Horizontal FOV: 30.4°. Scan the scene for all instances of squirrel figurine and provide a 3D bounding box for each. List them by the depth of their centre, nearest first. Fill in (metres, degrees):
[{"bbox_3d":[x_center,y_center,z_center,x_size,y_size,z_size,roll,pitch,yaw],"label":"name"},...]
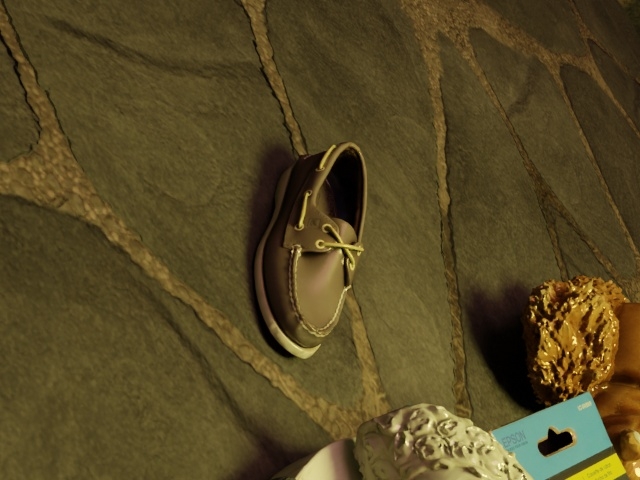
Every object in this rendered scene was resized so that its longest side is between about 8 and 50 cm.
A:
[{"bbox_3d":[0.422,0.237,1.710,0.397,0.281,0.370,43,41,4],"label":"squirrel figurine"}]

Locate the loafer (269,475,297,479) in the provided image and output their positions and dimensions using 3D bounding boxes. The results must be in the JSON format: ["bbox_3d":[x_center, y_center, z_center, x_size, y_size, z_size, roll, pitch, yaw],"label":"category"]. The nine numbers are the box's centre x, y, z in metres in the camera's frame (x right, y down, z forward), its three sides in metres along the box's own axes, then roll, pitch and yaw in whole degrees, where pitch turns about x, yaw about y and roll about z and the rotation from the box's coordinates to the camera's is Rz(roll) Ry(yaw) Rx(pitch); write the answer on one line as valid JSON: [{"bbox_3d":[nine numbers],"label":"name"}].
[{"bbox_3d":[0.036,0.285,1.068,0.223,0.078,0.076,45,32,-20],"label":"loafer"}]

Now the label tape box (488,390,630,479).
[{"bbox_3d":[0.283,0.359,1.309,0.240,0.106,0.334,-7,67,-51],"label":"label tape box"}]

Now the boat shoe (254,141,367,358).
[{"bbox_3d":[0.000,0.000,1.422,0.116,0.096,0.324,41,33,-25],"label":"boat shoe"}]

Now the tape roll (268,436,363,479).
[{"bbox_3d":[0.074,0.387,1.175,0.392,0.072,0.392,35,37,-32],"label":"tape roll"}]

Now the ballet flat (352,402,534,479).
[{"bbox_3d":[0.187,0.317,1.117,0.409,0.147,0.147,47,29,9],"label":"ballet flat"}]
